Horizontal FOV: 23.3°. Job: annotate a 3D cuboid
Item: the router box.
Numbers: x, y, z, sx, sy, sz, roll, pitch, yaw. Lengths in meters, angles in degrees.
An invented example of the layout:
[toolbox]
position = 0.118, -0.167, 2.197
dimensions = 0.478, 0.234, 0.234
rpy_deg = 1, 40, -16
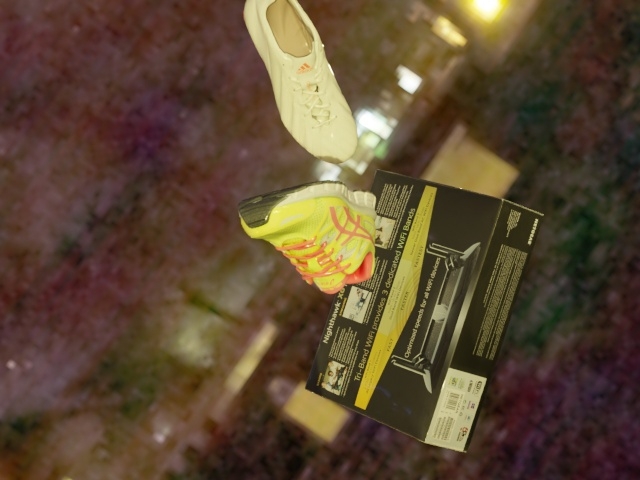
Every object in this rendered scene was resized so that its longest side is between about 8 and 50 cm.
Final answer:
[router box]
position = 0.125, 0.082, 1.940
dimensions = 0.243, 0.081, 0.309
rpy_deg = 18, 90, 51

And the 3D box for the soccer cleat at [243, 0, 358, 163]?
[soccer cleat]
position = -0.017, -0.162, 1.540
dimensions = 0.068, 0.196, 0.076
rpy_deg = -32, 14, -17

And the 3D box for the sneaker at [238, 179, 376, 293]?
[sneaker]
position = 0.000, 0.000, 1.381
dimensions = 0.081, 0.094, 0.208
rpy_deg = -11, -8, 29
